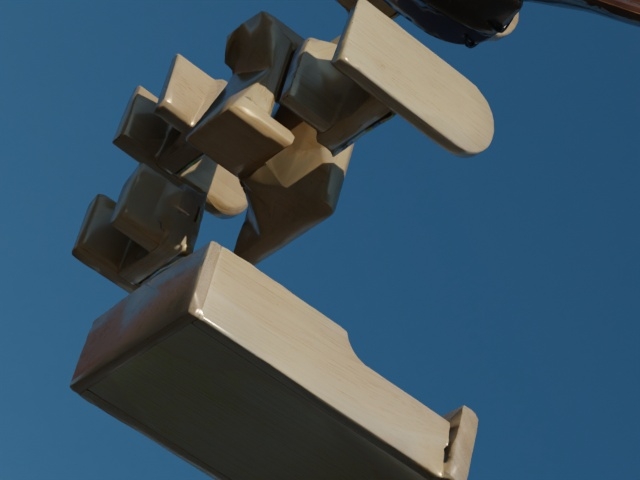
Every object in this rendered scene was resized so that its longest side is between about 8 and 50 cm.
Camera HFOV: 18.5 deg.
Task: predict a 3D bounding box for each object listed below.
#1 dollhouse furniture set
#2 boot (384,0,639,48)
[{"bbox_3d":[0.000,0.000,1.561,0.256,0.394,0.362,36,-44,-23],"label":"dollhouse furniture set"},{"bbox_3d":[0.111,-0.150,1.070,0.219,0.082,0.106,28,-27,15],"label":"boot"}]
